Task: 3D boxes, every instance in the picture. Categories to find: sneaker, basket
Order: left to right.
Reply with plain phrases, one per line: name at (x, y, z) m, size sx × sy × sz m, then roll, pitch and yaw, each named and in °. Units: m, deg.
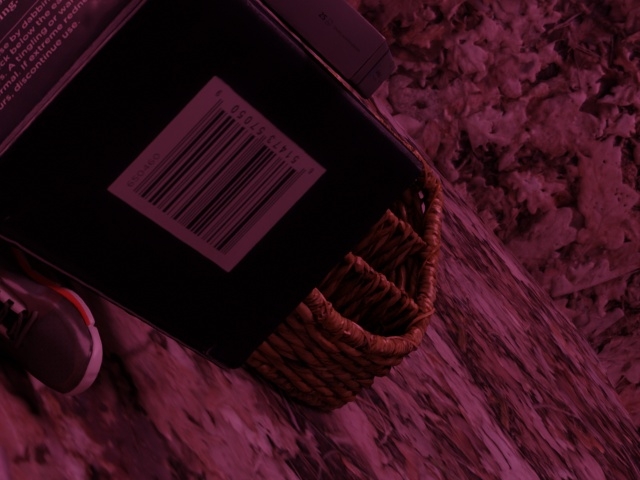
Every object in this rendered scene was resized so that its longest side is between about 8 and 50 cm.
sneaker at (-0.201, 0.038, 0.912) m, size 0.158 × 0.061 × 0.065 m, roll 45°, pitch 20°, yaw 21°
basket at (0.000, 0.000, 1.376) m, size 0.299 × 0.223 × 0.213 m, roll 41°, pitch 15°, yaw -44°

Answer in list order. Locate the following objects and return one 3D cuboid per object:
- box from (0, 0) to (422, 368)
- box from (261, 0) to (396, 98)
box at (-0.168, -0.143, 1.055) m, size 0.293 × 0.212 × 0.395 m, roll 37°, pitch 8°, yaw -49°
box at (-0.014, -0.162, 1.000) m, size 0.145 × 0.038 × 0.186 m, roll 44°, pitch 4°, yaw 3°
